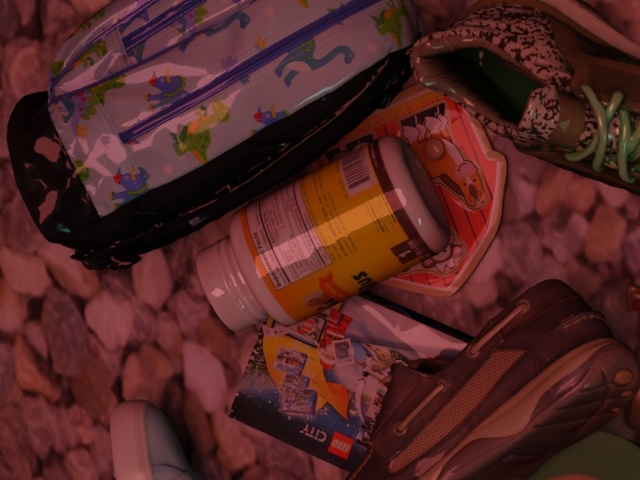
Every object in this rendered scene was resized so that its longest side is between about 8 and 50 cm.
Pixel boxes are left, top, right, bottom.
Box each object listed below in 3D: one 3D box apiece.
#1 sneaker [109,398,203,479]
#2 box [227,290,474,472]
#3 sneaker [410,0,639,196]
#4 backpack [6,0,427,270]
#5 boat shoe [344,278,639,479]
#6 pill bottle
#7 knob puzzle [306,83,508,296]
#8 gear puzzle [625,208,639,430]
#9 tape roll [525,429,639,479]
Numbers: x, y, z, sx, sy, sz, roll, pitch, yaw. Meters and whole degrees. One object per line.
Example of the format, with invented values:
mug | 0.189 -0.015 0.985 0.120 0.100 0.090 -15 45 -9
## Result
sneaker | -0.083 0.308 1.796 0.150 0.135 0.365 -22 88 0
box | 0.046 0.136 1.770 0.233 0.044 0.159 23 100 16
sneaker | 0.241 -0.092 1.575 0.410 0.182 0.158 26 119 33
backpack | -0.081 -0.146 1.682 0.356 0.290 0.273 -17 86 10
boat shoe | 0.118 0.162 1.645 0.355 0.132 0.130 -39 60 24
pill bottle | 0.000 0.000 1.699 0.215 0.117 0.117 -27 84 13
knob puzzle | 0.084 -0.038 1.756 0.213 0.030 0.213 1 93 18
gear puzzle | 0.347 0.111 1.666 0.176 0.044 0.338 9 96 18
tape roll | 0.216 0.323 1.599 0.077 0.321 0.321 26 105 -29
